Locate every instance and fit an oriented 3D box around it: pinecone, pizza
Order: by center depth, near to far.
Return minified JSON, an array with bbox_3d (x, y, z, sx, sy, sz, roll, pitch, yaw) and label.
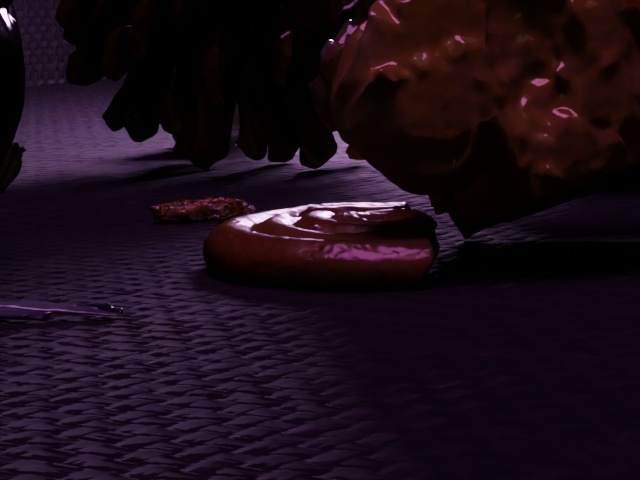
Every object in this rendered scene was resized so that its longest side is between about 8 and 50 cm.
[{"bbox_3d":[-0.088,-0.024,1.381,0.083,0.016,0.037,-3,14,-20],"label":"pizza"},{"bbox_3d":[-0.049,-0.223,1.771,0.384,0.384,0.384,-2,8,0],"label":"pinecone"}]

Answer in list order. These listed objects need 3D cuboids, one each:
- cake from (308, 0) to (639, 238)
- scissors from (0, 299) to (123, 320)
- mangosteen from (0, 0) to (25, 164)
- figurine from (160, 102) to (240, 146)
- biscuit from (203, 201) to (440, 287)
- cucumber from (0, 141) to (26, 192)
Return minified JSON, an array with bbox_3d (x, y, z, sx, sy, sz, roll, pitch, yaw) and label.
[{"bbox_3d":[0.127,-0.131,1.141,0.286,0.222,0.227,-18,-5,-7],"label":"cake"},{"bbox_3d":[-0.233,0.031,0.969,0.248,0.017,0.144,2,1,20],"label":"scissors"},{"bbox_3d":[-0.334,-0.099,1.134,0.297,0.313,0.297,36,-4,3],"label":"mangosteen"},{"bbox_3d":[-0.094,-0.176,2.026,0.208,0.128,0.184,-45,-16,29],"label":"figurine"},{"bbox_3d":[0.000,-0.001,1.131,0.144,0.033,0.224,-1,7,2],"label":"biscuit"},{"bbox_3d":[-0.356,-0.054,1.581,0.220,0.046,0.070,-6,11,-20],"label":"cucumber"}]
